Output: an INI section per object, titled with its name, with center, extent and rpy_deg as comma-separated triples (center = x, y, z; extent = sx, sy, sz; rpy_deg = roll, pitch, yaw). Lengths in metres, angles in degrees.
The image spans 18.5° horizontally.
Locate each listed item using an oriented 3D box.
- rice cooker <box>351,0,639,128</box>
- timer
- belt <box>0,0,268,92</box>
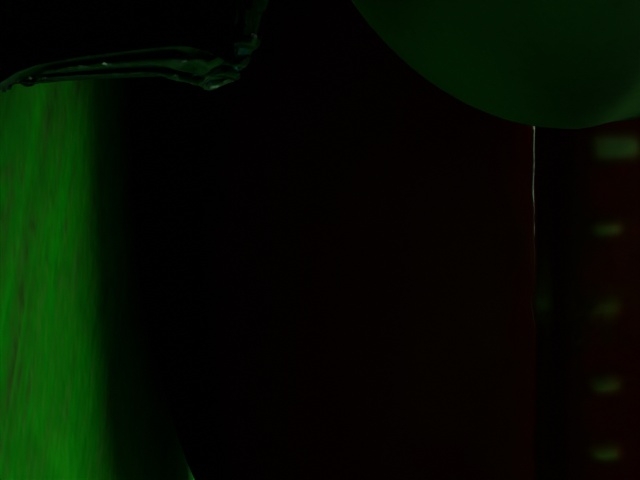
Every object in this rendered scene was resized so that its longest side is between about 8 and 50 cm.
[rice cooker]
center = 0.109, -0.175, 0.373
extent = 0.288, 0.277, 0.288
rpy_deg = 163, -90, -82
[timer]
center = 0.083, -0.028, 0.666
extent = 0.378, 0.279, 0.378
rpy_deg = 1, 90, -86
[belt]
center = -0.037, -0.080, 0.340
extent = 0.140, 0.058, 0.105
rpy_deg = 85, 1, -72
